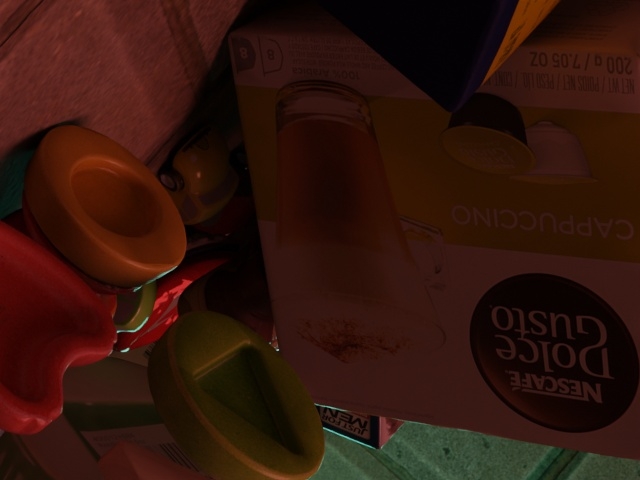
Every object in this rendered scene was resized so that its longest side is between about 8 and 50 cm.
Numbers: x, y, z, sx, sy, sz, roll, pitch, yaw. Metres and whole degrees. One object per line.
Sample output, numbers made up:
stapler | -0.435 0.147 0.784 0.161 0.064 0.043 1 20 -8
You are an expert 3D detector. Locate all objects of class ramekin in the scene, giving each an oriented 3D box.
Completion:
ramekin | -0.171 0.230 1.637 0.148 0.303 0.303 -61 168 23

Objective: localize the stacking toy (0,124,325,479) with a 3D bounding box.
stacking toy | -0.156 0.092 1.194 0.130 0.279 0.309 -42 177 25

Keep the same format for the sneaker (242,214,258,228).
sneaker | -0.047 -0.030 1.936 0.061 0.053 0.152 -49 172 -26

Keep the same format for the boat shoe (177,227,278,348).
boat shoe | 0.000 0.000 1.765 0.123 0.123 0.342 -42 176 35

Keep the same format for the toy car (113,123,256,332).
toy car | -0.132 0.010 1.662 0.225 0.053 0.239 -50 171 1

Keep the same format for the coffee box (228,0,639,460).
coffee box | 0.175 -0.062 1.557 0.338 0.337 0.334 -40 130 -50

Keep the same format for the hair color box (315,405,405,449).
hair color box | 0.071 0.050 2.241 0.174 0.105 0.347 -41 141 -43

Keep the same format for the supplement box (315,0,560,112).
supplement box | 0.141 -0.295 1.265 0.356 0.195 0.194 -46 171 -18

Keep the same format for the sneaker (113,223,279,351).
sneaker | -0.079 0.056 1.815 0.279 0.118 0.107 -19 154 -38

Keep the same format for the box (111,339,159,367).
box | -0.114 0.099 2.011 0.113 0.094 0.275 -51 172 7
